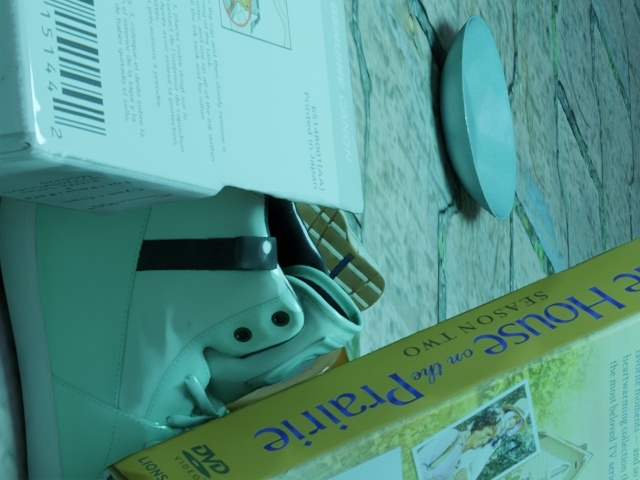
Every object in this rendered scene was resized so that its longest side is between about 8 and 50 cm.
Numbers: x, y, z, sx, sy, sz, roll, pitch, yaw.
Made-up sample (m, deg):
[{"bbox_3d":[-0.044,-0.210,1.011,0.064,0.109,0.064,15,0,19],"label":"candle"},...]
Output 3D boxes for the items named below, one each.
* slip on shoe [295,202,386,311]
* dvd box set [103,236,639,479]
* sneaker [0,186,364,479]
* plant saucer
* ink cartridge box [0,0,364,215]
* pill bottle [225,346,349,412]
[{"bbox_3d":[0.000,0.000,1.162,0.041,0.051,0.135,46,1,40],"label":"slip on shoe"},{"bbox_3d":[0.108,0.163,0.871,0.062,0.420,0.307,37,-39,48],"label":"dvd box set"},{"bbox_3d":[-0.052,0.086,0.797,0.094,0.151,0.255,-43,125,-70],"label":"sneaker"},{"bbox_3d":[0.143,-0.112,1.629,0.195,0.037,0.195,-8,90,-72],"label":"plant saucer"},{"bbox_3d":[-0.077,-0.159,0.689,0.261,0.066,0.296,11,72,-64],"label":"ink cartridge box"},{"bbox_3d":[-0.001,0.166,0.946,0.130,0.130,0.245,-63,143,-59],"label":"pill bottle"}]
